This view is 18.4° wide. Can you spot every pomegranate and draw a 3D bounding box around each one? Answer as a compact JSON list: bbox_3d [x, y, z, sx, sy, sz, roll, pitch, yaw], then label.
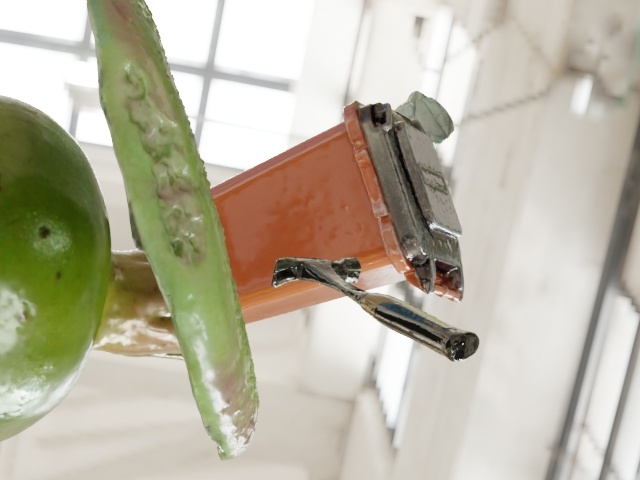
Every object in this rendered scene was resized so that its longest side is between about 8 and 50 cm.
[{"bbox_3d":[-0.199,0.031,1.289,0.302,0.236,0.236,16,-165,-23],"label":"pomegranate"}]

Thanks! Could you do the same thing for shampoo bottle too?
[{"bbox_3d":[0.060,-0.071,1.978,0.049,0.212,0.072,2,-117,-29],"label":"shampoo bottle"}]

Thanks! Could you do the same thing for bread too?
[{"bbox_3d":[-0.081,-0.019,1.122,0.045,0.301,0.301,-15,-159,-3],"label":"bread"}]

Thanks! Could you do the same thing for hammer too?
[{"bbox_3d":[0.036,0.043,1.317,0.078,0.021,0.201,2,-167,-32],"label":"hammer"}]

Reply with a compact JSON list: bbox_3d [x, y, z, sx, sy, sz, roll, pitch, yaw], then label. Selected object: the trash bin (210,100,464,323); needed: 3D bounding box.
[{"bbox_3d":[0.000,0.000,1.795,0.238,0.184,0.161,-23,168,15],"label":"trash bin"}]
